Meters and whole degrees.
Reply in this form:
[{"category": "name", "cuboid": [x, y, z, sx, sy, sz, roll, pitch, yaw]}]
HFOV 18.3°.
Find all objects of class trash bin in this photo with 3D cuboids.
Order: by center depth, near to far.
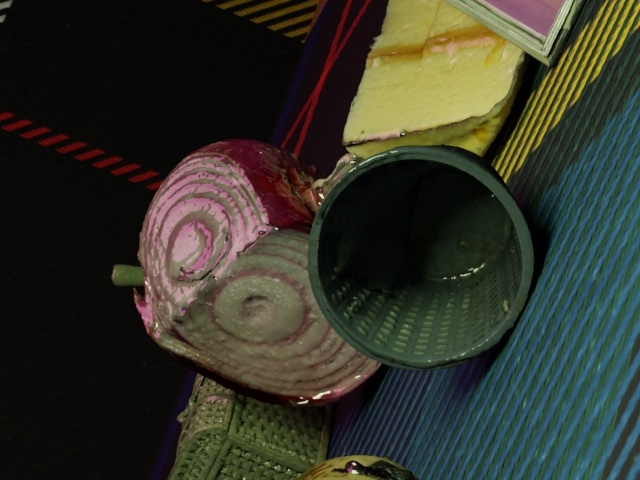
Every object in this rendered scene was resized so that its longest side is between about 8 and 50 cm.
[{"category": "trash bin", "cuboid": [0.087, -0.001, 1.570, 0.161, 0.175, 0.175, -52, -14, -74]}]

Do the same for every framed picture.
[{"category": "framed picture", "cuboid": [0.162, -0.295, 1.785, 0.252, 0.014, 0.197, 38, 110, 40]}]

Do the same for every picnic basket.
[{"category": "picnic basket", "cuboid": [-0.078, 0.208, 2.147, 0.196, 0.154, 0.134, -80, 13, -57]}]

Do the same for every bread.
[{"category": "bread", "cuboid": [0.128, -0.189, 1.874, 0.178, 0.135, 0.240, 121, 171, -54]}]

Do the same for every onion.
[{"category": "onion", "cuboid": [-0.043, 0.021, 1.973, 0.272, 0.256, 0.230, -27, 31, 8]}]

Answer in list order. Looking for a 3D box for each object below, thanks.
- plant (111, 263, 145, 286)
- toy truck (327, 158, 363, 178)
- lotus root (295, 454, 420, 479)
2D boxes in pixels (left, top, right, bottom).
[{"category": "plant", "cuboid": [-0.065, 0.069, 2.375, 0.261, 0.297, 0.305, 5, -88, -66]}, {"category": "toy truck", "cuboid": [0.000, 0.000, 2.146, 0.242, 0.101, 0.125, -40, 7, 19]}, {"category": "lotus root", "cuboid": [0.025, 0.229, 1.355, 0.257, 0.140, 0.154, -125, 50, -75]}]
